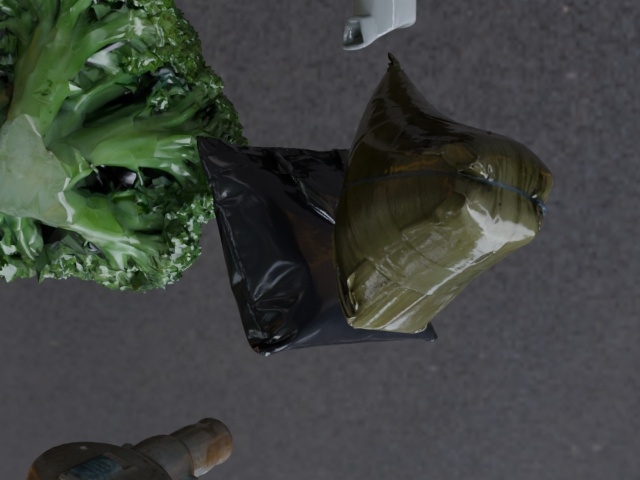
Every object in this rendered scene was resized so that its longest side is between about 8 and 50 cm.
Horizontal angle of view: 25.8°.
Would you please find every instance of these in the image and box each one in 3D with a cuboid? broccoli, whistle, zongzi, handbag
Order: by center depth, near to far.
[{"bbox_3d":[-0.133,0.172,1.014,0.107,0.057,0.220,22,-162,25],"label":"whistle"},{"bbox_3d":[0.094,-0.076,1.064,0.115,0.256,0.228,17,152,-18],"label":"zongzi"},{"bbox_3d":[0.000,0.000,1.274,0.089,0.211,0.254,-30,162,35],"label":"handbag"},{"bbox_3d":[-0.250,-0.114,1.452,0.321,0.310,0.413,17,123,-36],"label":"broccoli"}]

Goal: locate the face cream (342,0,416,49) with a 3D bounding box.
[{"bbox_3d":[0.071,-0.389,1.525,0.145,0.369,0.145,2,-177,0],"label":"face cream"}]
